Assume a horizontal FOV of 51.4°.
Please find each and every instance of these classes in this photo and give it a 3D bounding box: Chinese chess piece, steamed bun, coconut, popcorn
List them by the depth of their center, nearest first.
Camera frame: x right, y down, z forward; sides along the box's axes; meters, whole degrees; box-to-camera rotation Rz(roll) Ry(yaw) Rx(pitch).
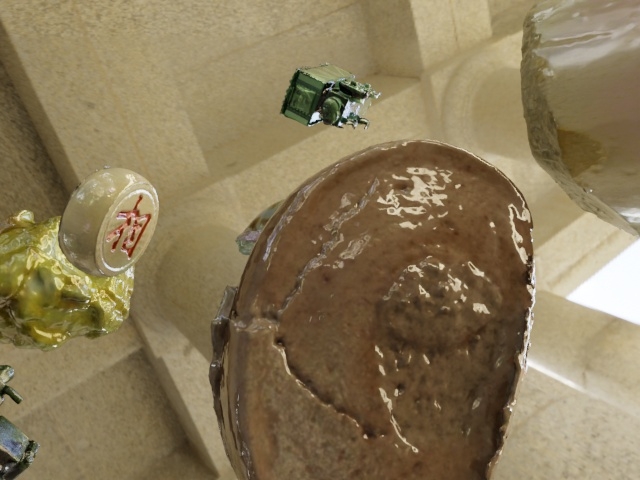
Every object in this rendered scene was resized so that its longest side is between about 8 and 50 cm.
[{"bbox_3d":[0.013,0.085,0.501,0.199,0.251,0.302,16,-104,-11],"label":"steamed bun"},{"bbox_3d":[0.303,-0.122,0.520,0.239,0.244,0.239,8,-101,-51],"label":"coconut"},{"bbox_3d":[-0.229,-0.019,0.728,0.122,0.051,0.122,-58,-16,-28],"label":"Chinese chess piece"},{"bbox_3d":[-0.519,0.089,1.261,0.292,0.294,0.334,-42,-30,23],"label":"popcorn"}]

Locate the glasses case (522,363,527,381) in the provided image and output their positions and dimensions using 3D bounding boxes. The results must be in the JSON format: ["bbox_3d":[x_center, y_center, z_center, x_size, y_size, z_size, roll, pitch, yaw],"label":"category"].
[{"bbox_3d":[0.244,0.212,0.912,0.073,0.049,0.195,-61,-22,-23],"label":"glasses case"}]

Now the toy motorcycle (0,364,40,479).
[{"bbox_3d":[-0.514,0.316,1.011,0.127,0.275,0.205,-36,-74,20],"label":"toy motorcycle"}]

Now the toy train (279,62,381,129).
[{"bbox_3d":[0.032,-0.301,1.398,0.115,0.154,0.269,-67,-11,24],"label":"toy train"}]

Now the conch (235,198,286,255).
[{"bbox_3d":[-0.001,0.000,1.573,0.367,0.249,0.197,21,-83,-28],"label":"conch"}]
